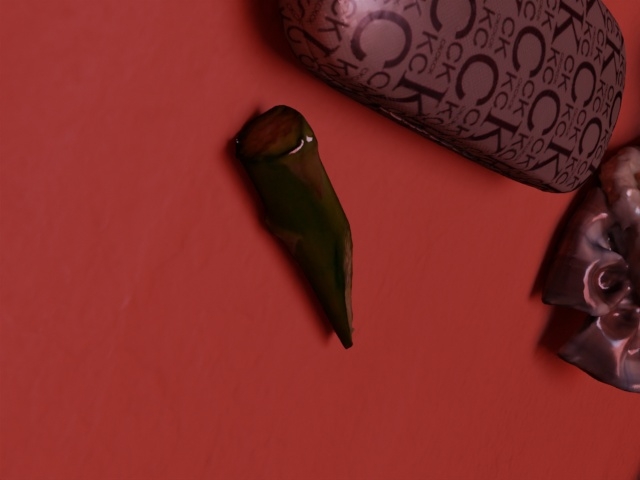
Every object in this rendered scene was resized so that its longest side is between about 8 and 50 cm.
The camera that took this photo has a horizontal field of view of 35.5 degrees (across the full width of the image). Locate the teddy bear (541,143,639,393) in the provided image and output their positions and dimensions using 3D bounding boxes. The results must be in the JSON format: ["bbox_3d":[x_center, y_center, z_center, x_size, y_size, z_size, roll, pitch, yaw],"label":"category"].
[{"bbox_3d":[0.428,-0.030,0.874,0.362,0.375,0.328,-50,125,-45],"label":"teddy bear"}]

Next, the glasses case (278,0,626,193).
[{"bbox_3d":[0.103,-0.124,0.632,0.354,0.085,0.137,18,91,-51],"label":"glasses case"}]

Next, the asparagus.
[{"bbox_3d":[0.000,0.000,0.595,0.045,0.041,0.178,-44,135,-19],"label":"asparagus"}]
